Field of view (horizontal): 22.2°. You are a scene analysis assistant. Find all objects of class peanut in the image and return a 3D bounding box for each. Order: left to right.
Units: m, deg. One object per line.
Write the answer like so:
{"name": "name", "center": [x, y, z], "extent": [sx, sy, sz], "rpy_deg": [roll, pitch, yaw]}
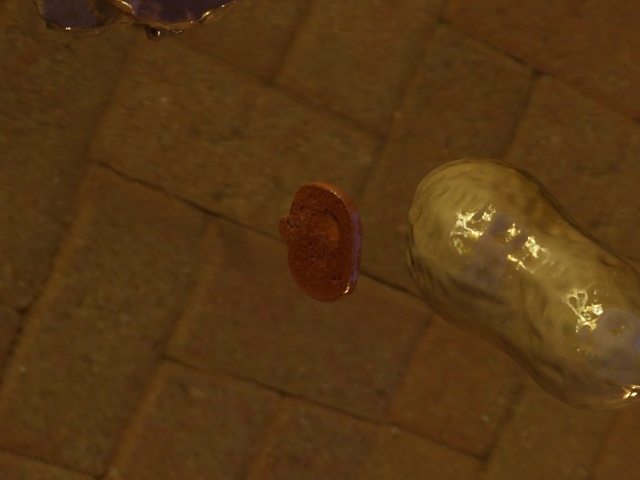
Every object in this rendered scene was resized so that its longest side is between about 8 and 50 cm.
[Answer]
{"name": "peanut", "center": [0.133, 0.029, 1.032], "extent": [0.110, 0.236, 0.120], "rpy_deg": [-38, 132, -4]}

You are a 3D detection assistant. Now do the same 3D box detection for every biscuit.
{"name": "biscuit", "center": [0.000, 0.000, 1.218], "extent": [0.015, 0.078, 0.091], "rpy_deg": [-16, 121, -45]}

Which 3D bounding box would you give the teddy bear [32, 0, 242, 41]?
{"name": "teddy bear", "center": [-0.159, -0.278, 1.337], "extent": [0.296, 0.222, 0.246], "rpy_deg": [31, 94, -34]}
